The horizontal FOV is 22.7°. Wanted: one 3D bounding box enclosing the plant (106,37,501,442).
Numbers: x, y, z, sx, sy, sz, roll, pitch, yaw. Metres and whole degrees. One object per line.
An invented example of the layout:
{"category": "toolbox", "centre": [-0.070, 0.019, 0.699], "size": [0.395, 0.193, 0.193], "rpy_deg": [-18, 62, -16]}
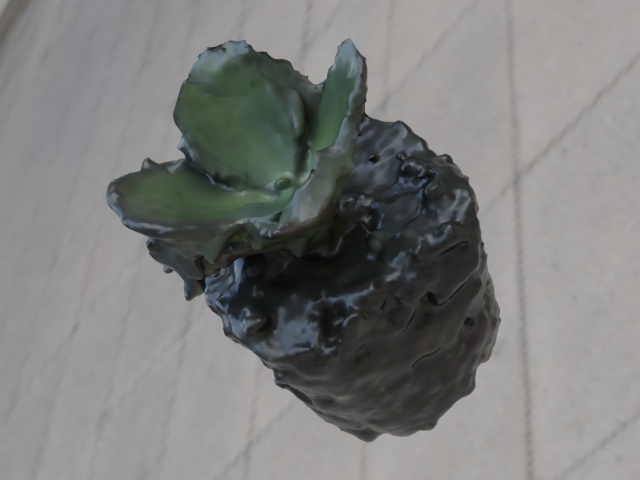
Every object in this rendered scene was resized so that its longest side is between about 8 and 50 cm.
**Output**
{"category": "plant", "centre": [0.000, 0.000, 0.726], "size": [0.142, 0.203, 0.131], "rpy_deg": [-32, 53, -4]}
